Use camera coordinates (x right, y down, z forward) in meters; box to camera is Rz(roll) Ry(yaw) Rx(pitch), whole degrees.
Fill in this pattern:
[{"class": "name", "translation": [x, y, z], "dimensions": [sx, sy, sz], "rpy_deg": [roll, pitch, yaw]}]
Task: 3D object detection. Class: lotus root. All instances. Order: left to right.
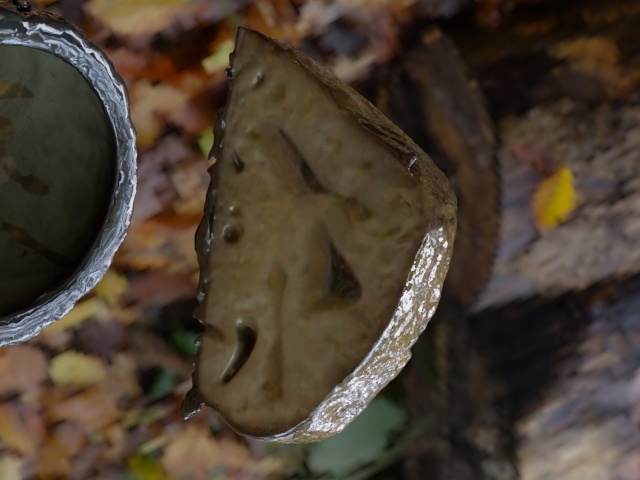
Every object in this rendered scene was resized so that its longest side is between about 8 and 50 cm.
[{"class": "lotus root", "translation": [0.000, 0.000, 1.246], "dimensions": [0.170, 0.260, 0.074], "rpy_deg": [7, 171, 31]}]

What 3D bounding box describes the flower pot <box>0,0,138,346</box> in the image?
[{"class": "flower pot", "translation": [-0.312, -0.074, 1.500], "dimensions": [0.266, 0.266, 0.267], "rpy_deg": [-18, -153, -36]}]
